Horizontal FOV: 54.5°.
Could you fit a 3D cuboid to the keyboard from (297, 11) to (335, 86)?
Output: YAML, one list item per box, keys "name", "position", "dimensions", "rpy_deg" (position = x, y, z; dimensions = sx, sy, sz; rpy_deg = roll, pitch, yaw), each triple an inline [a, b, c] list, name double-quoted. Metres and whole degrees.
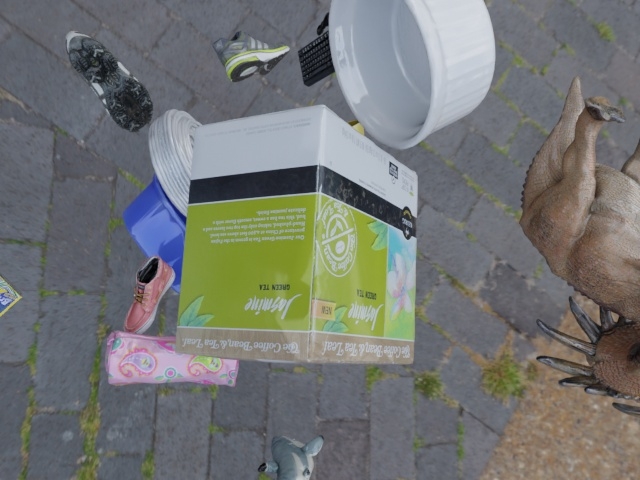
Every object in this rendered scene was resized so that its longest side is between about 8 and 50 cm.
- name: "keyboard"
  position: [0.007, -0.363, 1.160]
  dimensions: [0.023, 0.180, 0.108]
  rpy_deg: [-5, 88, -31]

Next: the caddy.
- name: "caddy"
  position: [-0.325, -0.021, 1.562]
  dimensions: [0.179, 0.241, 0.341]
  rpy_deg: [-38, 86, 10]

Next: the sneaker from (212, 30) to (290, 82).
- name: "sneaker"
  position: [-0.193, -0.549, 1.792]
  dimensions: [0.121, 0.111, 0.300]
  rpy_deg: [54, 32, -1]

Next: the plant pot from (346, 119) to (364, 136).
- name: "plant pot"
  position: [0.073, -0.282, 1.802]
  dimensions: [0.134, 0.134, 0.095]
  rpy_deg: [-28, 108, -17]

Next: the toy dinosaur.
- name: "toy dinosaur"
  position: [0.227, 0.011, 0.495]
  dimensions: [0.127, 0.200, 0.295]
  rpy_deg: [-11, 61, -28]

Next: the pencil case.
- name: "pencil case"
  position: [-0.312, 0.251, 1.333]
  dimensions: [0.284, 0.124, 0.124]
  rpy_deg: [4, 84, -17]

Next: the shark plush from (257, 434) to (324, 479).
- name: "shark plush"
  position: [-0.050, 0.302, 0.790]
  dimensions: [0.067, 0.161, 0.073]
  rpy_deg: [22, 112, 7]

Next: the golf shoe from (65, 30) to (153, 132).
- name: "golf shoe"
  position: [-0.348, -0.267, 1.030]
  dimensions: [0.077, 0.198, 0.094]
  rpy_deg: [-37, 54, -9]

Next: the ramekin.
- name: "ramekin"
  position: [0.140, -0.294, 0.963]
  dimensions: [0.135, 0.277, 0.277]
  rpy_deg: [-24, 92, -20]

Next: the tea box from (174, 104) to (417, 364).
- name: "tea box"
  position: [-0.015, 0.018, 0.924]
  dimensions: [0.329, 0.220, 0.323]
  rpy_deg: [18, 73, -58]

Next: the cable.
- name: "cable"
  position: [-0.292, -0.168, 1.387]
  dimensions: [0.089, 0.257, 0.257]
  rpy_deg: [-22, 62, 10]

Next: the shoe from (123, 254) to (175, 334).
- name: "shoe"
  position: [-0.388, 0.119, 1.364]
  dimensions: [0.064, 0.081, 0.178]
  rpy_deg: [19, 68, 21]

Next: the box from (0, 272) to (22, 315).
- name: "box"
  position: [-0.576, 0.096, 1.114]
  dimensions: [0.054, 0.169, 0.059]
  rpy_deg: [-47, 107, -20]
